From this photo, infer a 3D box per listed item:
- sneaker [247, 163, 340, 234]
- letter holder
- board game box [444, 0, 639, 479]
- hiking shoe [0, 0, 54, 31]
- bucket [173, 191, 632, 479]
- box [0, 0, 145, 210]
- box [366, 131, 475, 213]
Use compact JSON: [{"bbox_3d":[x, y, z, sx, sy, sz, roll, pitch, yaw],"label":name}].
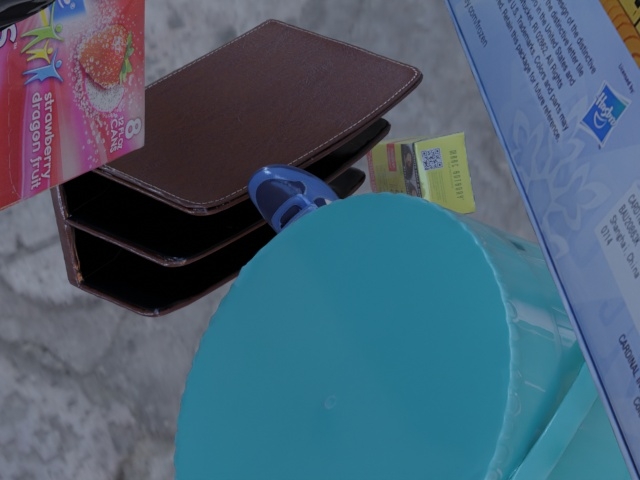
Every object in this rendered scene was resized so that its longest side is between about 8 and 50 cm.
[{"bbox_3d":[0.000,0.000,1.222,0.144,0.059,0.053,44,114,-5],"label":"sneaker"},{"bbox_3d":[-0.061,-0.059,1.458,0.214,0.152,0.302,21,41,36],"label":"letter holder"},{"bbox_3d":[0.159,-0.091,0.315,0.066,0.318,0.318,17,39,-29],"label":"board game box"},{"bbox_3d":[-0.105,-0.129,0.581,0.227,0.086,0.114,-27,29,8],"label":"hiking shoe"},{"bbox_3d":[0.064,0.115,0.904,0.281,0.183,0.281,-21,57,37],"label":"bucket"},{"bbox_3d":[-0.182,-0.178,0.775,0.142,0.300,0.154,17,28,28],"label":"box"},{"bbox_3d":[0.104,-0.070,1.730,0.058,0.232,0.087,-10,96,-10],"label":"box"}]
